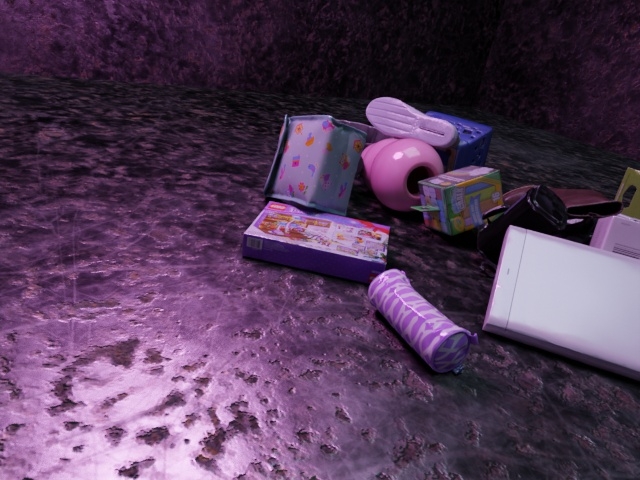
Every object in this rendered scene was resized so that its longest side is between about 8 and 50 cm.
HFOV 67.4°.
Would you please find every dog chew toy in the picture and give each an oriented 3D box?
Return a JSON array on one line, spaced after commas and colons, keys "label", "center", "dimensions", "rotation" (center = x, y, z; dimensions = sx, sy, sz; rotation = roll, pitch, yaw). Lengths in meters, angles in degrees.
[{"label": "dog chew toy", "center": [0.215, -0.209, 1.416], "dimensions": [0.207, 0.206, 0.332], "rotation": [0, 19, -20]}]

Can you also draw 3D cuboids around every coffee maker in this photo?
[{"label": "coffee maker", "center": [0.452, -0.017, 1.080], "dimensions": [0.120, 0.178, 0.171], "rotation": [23, 49, -13]}]

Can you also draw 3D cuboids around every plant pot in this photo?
[{"label": "plant pot", "center": [0.391, -0.264, 1.557], "dimensions": [0.236, 0.235, 0.212], "rotation": [24, 35, 28]}]

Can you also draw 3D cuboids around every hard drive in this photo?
[{"label": "hard drive", "center": [0.503, 0.116, 0.881], "dimensions": [0.353, 0.047, 0.232], "rotation": [17, 58, 14]}]

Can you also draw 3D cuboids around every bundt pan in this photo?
[{"label": "bundt pan", "center": [0.096, -0.331, 1.701], "dimensions": [0.331, 0.124, 0.330], "rotation": [7, 25, -4]}]

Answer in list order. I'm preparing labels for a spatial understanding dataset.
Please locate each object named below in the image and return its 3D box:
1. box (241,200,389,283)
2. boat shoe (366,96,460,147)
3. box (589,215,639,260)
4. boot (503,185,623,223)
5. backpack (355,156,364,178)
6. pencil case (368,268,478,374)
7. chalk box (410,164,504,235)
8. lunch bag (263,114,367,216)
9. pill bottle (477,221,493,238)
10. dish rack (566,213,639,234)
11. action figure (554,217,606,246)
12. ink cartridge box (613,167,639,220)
[{"label": "box", "center": [0.000, 0.000, 1.047], "dimensions": [0.294, 0.057, 0.201], "rotation": [13, 26, 6]}, {"label": "boat shoe", "center": [0.272, -0.337, 1.430], "dimensions": [0.302, 0.109, 0.094], "rotation": [32, 10, 29]}, {"label": "box", "center": [0.652, 0.061, 0.990], "dimensions": [0.182, 0.180, 0.119], "rotation": [18, 4, 16]}, {"label": "boot", "center": [0.567, -0.088, 1.165], "dimensions": [0.249, 0.090, 0.207], "rotation": [-2, 7, 14]}, {"label": "backpack", "center": [0.053, -0.228, 1.414], "dimensions": [0.115, 0.151, 0.182], "rotation": [-34, 5, -13]}, {"label": "pencil case", "center": [0.163, 0.127, 0.805], "dimensions": [0.088, 0.086, 0.206], "rotation": [-35, 41, -9]}, {"label": "chalk box", "center": [0.341, -0.098, 1.237], "dimensions": [0.213, 0.131, 0.132], "rotation": [-19, 19, -12]}, {"label": "lunch bag", "center": [-0.039, -0.194, 1.208], "dimensions": [0.160, 0.223, 0.262], "rotation": [13, 5, -42]}, {"label": "pill bottle", "center": [0.452, -0.024, 1.256], "dimensions": [0.067, 0.067, 0.120], "rotation": [23, 28, 25]}, {"label": "dish rack", "center": [0.791, -0.046, 1.425], "dimensions": [0.286, 0.072, 0.333], "rotation": [-14, 35, -40]}, {"label": "action figure", "center": [0.619, -0.005, 1.227], "dimensions": [0.285, 0.099, 0.185], "rotation": [-9, 32, 3]}, {"label": "ink cartridge box", "center": [1.032, -0.098, 1.488], "dimensions": [0.097, 0.188, 0.255], "rotation": [-13, 32, -36]}]
